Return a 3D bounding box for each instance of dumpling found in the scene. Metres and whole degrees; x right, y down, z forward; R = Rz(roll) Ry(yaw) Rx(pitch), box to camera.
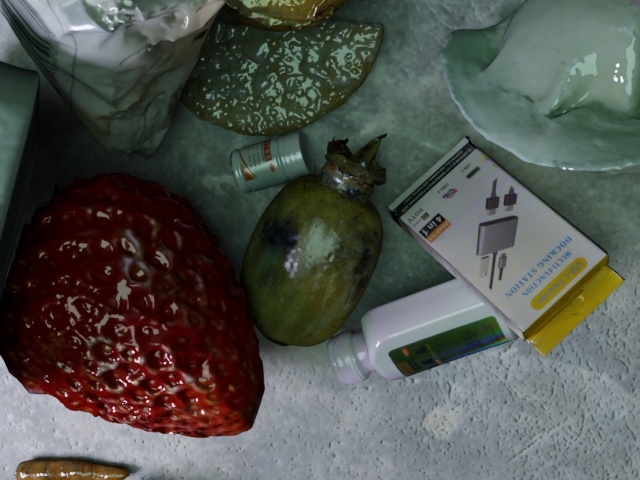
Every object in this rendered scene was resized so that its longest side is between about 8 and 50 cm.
[{"bbox_3d":[0.322,-0.155,0.960,0.320,0.211,0.270,-22,59,27],"label":"dumpling"}]

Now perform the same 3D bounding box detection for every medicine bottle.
[{"bbox_3d":[0.118,0.108,1.081,0.219,0.115,0.078,-22,57,13],"label":"medicine bottle"},{"bbox_3d":[-0.058,-0.093,1.107,0.089,0.057,0.057,-14,97,13],"label":"medicine bottle"}]

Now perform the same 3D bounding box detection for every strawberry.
[{"bbox_3d":[-0.209,0.073,1.060,0.309,0.292,0.292,16,103,-13],"label":"strawberry"}]

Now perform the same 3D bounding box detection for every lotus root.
[{"bbox_3d":[-0.001,0.000,1.063,0.154,0.154,0.278,30,111,4],"label":"lotus root"}]

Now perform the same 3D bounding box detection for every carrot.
[{"bbox_3d":[-0.337,0.314,1.246,0.165,0.035,0.036,-3,100,9],"label":"carrot"}]

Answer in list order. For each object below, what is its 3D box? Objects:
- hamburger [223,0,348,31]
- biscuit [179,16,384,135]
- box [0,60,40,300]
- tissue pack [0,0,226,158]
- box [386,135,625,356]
[{"bbox_3d":[-0.034,-0.353,1.006,0.244,0.163,0.245,0,102,2],"label":"hamburger"},{"bbox_3d":[-0.069,-0.195,1.100,0.289,0.038,0.141,4,102,12],"label":"biscuit"},{"bbox_3d":[-0.394,0.004,0.997,0.111,0.396,0.397,14,93,-20],"label":"box"},{"bbox_3d":[-0.268,-0.290,0.962,0.195,0.375,0.390,-35,91,-23],"label":"tissue pack"},{"bbox_3d":[0.199,-0.001,1.012,0.129,0.033,0.247,-42,60,-6],"label":"box"}]
